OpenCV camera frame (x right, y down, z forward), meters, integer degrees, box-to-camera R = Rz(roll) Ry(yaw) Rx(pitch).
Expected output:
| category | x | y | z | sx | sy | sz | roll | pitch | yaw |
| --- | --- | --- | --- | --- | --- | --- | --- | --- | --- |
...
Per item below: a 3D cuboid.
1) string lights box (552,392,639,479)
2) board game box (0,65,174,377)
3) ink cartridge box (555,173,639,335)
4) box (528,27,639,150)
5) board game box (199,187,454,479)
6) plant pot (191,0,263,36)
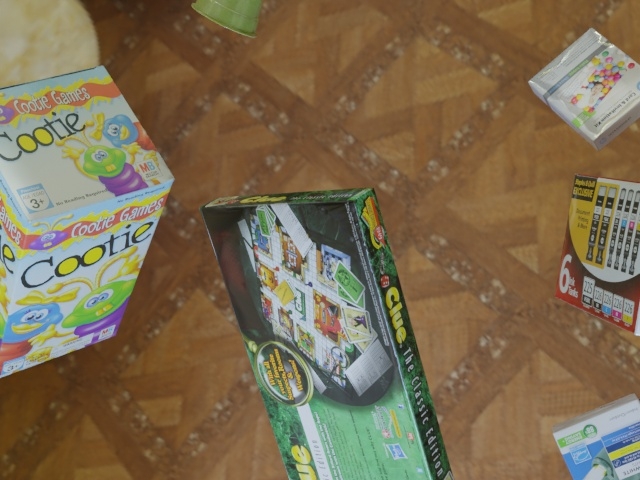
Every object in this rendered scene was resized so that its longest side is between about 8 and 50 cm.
| category | x | y | z | sx | sy | sz | roll | pitch | yaw |
| --- | --- | --- | --- | --- | --- | --- | --- | --- | --- |
| string lights box | 0.449 | 0.368 | 1.552 | 0.133 | 0.077 | 0.259 | -25 | 84 | 10 |
| board game box | -0.260 | -0.010 | 1.023 | 0.142 | 0.144 | 0.275 | 56 | 144 | 21 |
| ink cartridge box | 0.471 | -0.016 | 1.558 | 0.309 | 0.130 | 0.271 | -144 | 61 | -80 |
| box | 0.460 | -0.255 | 1.801 | 0.145 | 0.038 | 0.186 | -40 | 51 | 5 |
| board game box | 0.010 | 0.089 | 0.742 | 0.136 | 0.259 | 0.030 | -2 | 23 | 36 |
| plant pot | -0.094 | -0.287 | 1.229 | 0.083 | 0.083 | 0.079 | 44 | 115 | 44 |
